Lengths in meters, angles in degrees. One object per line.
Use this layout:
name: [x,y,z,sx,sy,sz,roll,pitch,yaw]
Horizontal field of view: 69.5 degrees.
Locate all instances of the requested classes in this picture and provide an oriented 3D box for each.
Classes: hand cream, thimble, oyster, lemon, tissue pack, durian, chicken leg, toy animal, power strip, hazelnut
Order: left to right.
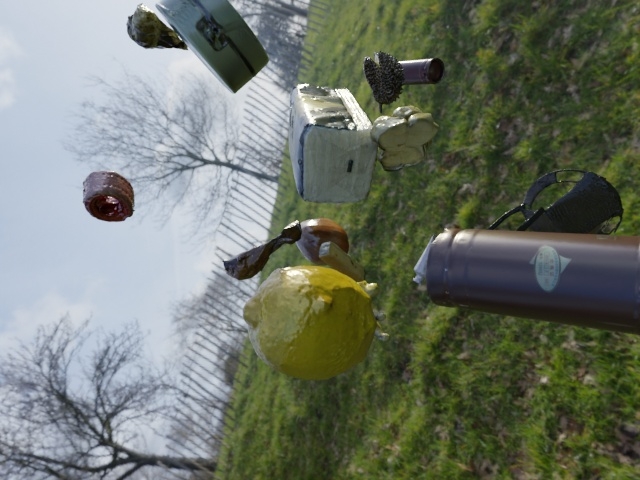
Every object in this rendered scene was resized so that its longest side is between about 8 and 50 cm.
thimble: [-0.791,-0.164,1.718,0.189,0.163,0.124,67,-175,-56]
oyster: [-0.543,-0.687,1.559,0.294,0.166,0.093,2,-91,-65]
power strip: [-0.317,-0.620,1.388,0.161,0.357,0.357,-42,0,2]
chicken leg: [-0.180,0.036,1.475,0.305,0.093,0.113,-34,-22,17]
lemon: [-0.019,0.162,0.922,0.233,0.289,0.233,-35,47,49]
hazelnut: [0.000,0.000,1.729,0.214,0.215,0.176,100,-168,-82]
tissue pack: [0.027,-0.340,1.559,0.416,0.254,0.263,-102,16,-53]
toy animal: [0.168,0.258,1.647,0.168,0.121,0.233,-126,23,-67]
durian: [0.151,-0.364,1.048,0.071,0.111,0.139,2,94,57]
hand cream: [0.306,0.058,1.296,0.053,0.084,0.142,27,88,51]

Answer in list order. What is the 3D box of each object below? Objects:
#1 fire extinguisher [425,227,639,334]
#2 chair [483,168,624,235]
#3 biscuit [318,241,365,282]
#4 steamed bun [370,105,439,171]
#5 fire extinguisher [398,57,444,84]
fire extinguisher: [0.307,0.039,0.561,0.114,0.338,0.135,-39,-55,-46]
chair: [0.459,-0.032,0.907,0.213,0.174,0.149,-41,3,5]
biscuit: [0.069,0.067,1.401,0.052,0.188,0.056,-15,51,37]
steamed bun: [0.240,-0.302,1.319,0.177,0.193,0.106,56,-159,-50]
fire extinguisher: [0.354,-0.651,1.798,0.269,0.105,0.104,22,94,53]
